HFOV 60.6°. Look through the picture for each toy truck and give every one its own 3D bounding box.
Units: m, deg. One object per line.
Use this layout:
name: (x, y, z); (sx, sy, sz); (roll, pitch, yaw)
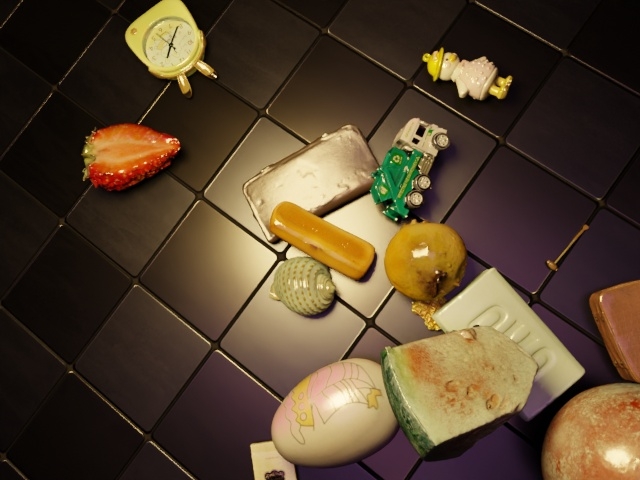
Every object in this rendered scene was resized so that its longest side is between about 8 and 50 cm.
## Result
toy truck: (0.182, -0.157, 1.178); (0.116, 0.110, 0.216); (26, 82, -7)

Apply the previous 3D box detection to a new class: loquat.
loquat: (0.213, 0.033, 1.140); (0.172, 0.149, 0.205); (-44, 42, 20)

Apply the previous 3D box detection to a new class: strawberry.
strawberry: (-0.446, -0.205, 1.299); (0.228, 0.098, 0.174); (-21, 62, -8)

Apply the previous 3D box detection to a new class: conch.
conch: (-0.040, 0.092, 1.189); (0.153, 0.102, 0.135); (10, 67, 10)

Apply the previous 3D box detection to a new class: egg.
egg: (0.032, 0.343, 1.085); (0.271, 0.196, 0.196); (-12, 79, 2)

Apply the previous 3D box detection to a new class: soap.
soap: (0.373, 0.205, 1.106); (0.159, 0.087, 0.265); (-39, 81, -1)

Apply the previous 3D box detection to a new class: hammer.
hammer: (0.528, 0.013, 1.164); (0.029, 0.014, 0.123); (42, 85, 4)

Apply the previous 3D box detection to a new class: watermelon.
watermelon: (0.256, 0.255, 0.974); (0.258, 0.387, 0.229); (-25, 67, 15)

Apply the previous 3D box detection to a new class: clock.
clock: (-0.356, -0.464, 1.340); (0.170, 0.069, 0.232); (-36, 79, 0)

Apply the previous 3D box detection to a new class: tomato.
tomato: (0.549, 0.403, 0.943); (0.316, 0.317, 0.283); (28, 67, 11)

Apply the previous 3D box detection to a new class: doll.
doll: (0.324, -0.373, 1.223); (0.207, 0.081, 0.129); (27, 66, 13)

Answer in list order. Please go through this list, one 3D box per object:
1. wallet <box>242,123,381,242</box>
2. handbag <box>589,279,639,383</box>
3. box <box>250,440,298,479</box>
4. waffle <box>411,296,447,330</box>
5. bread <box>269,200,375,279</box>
wallet: (-0.020, -0.131, 1.249); (0.309, 0.042, 0.165); (-29, 80, 3)
handbag: (0.644, 0.176, 1.090); (0.151, 0.072, 0.194); (-18, 77, 4)
box: (-0.093, 0.512, 1.159); (0.090, 0.024, 0.167); (-11, 79, 6)
waffle: (0.242, 0.153, 1.177); (0.078, 0.016, 0.085); (-28, 80, 3)
bread: (0.000, 0.000, 1.188); (0.239, 0.074, 0.093); (29, 62, -1)
